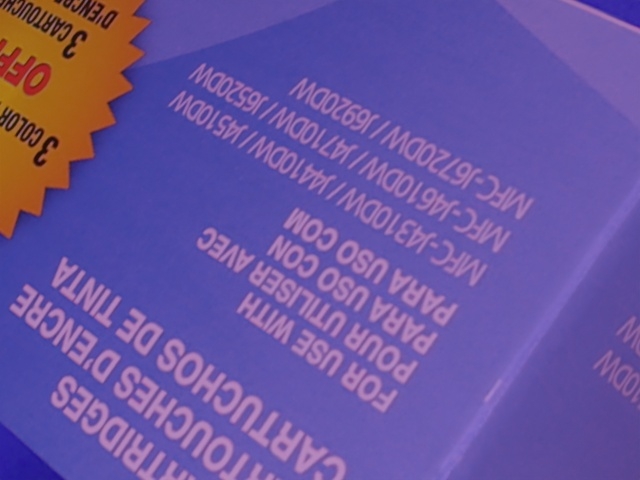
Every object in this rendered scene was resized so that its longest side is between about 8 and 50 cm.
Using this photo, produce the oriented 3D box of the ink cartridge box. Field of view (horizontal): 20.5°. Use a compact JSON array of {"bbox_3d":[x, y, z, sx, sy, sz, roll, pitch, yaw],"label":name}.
[{"bbox_3d":[0.000,0.000,0.479,0.270,0.151,0.395,31,85,44],"label":"ink cartridge box"}]
